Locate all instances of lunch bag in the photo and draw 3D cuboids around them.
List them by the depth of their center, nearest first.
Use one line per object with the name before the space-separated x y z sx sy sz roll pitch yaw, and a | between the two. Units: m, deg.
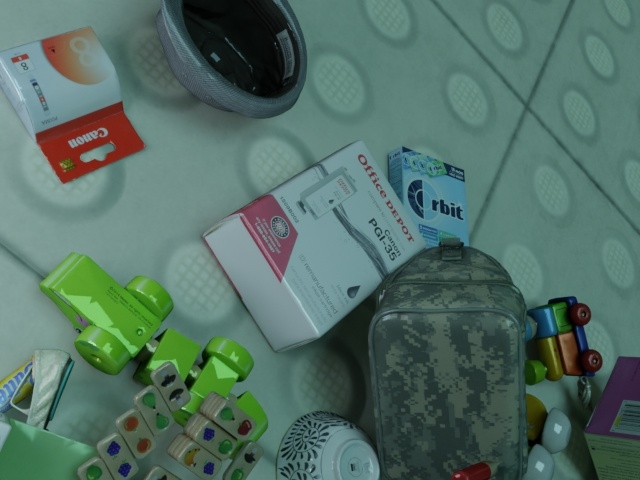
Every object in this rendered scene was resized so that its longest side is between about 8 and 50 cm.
lunch bag | 0.191 0.176 1.115 0.256 0.213 0.305 -55 141 -64

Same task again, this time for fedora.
fedora | -0.149 -0.296 1.150 0.275 0.124 0.243 39 55 -30

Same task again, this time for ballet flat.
ballet flat | -0.325 0.202 0.865 0.052 0.057 0.168 18 71 -12

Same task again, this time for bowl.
bowl | 0.030 0.320 1.079 0.170 0.080 0.170 14 66 -33

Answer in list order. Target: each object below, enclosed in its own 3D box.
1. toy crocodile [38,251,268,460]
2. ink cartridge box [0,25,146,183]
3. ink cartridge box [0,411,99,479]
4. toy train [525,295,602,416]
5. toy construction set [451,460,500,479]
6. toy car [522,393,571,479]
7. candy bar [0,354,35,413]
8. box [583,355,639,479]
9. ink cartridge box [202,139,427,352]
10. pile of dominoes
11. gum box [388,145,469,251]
toy crocodile | -0.199 0.147 0.966 0.340 0.105 0.115 40 53 -13
ink cartridge box | -0.325 -0.183 1.025 0.145 0.045 0.179 -33 92 -40
ink cartridge box | -0.352 0.259 0.780 0.235 0.056 0.171 28 80 -21
toy train | 0.431 0.237 1.420 0.143 0.105 0.248 -11 87 -24
toy construction set | 0.167 0.426 0.998 0.237 0.257 0.308 13 104 -61
toy car | 0.312 0.343 1.264 0.182 0.159 0.136 -48 140 -39
candy bar | -0.371 0.186 0.862 0.161 0.018 0.040 -39 98 -39
box | 0.603 0.377 1.429 0.213 0.117 0.243 -45 121 -40
ink cartridge box | 0.000 0.000 1.155 0.283 0.117 0.207 -36 96 -40
pile of dominoes | -0.178 0.285 0.871 0.251 0.040 0.196 -53 124 -16
gum box | 0.193 -0.059 1.377 0.157 0.041 0.184 15 65 -33
